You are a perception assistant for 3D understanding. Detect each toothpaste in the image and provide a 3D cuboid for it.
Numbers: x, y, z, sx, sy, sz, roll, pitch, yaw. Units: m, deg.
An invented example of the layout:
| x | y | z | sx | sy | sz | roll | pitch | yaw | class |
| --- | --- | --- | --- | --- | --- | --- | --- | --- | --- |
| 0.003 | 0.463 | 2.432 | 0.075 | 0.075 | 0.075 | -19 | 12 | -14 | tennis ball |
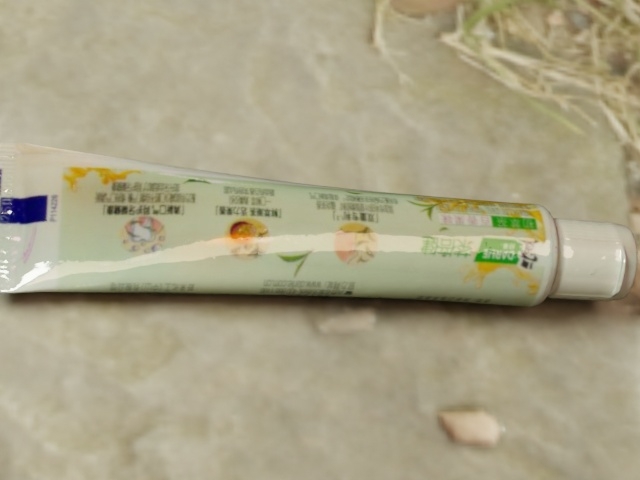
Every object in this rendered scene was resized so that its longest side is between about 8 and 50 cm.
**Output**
| x | y | z | sx | sy | sz | roll | pitch | yaw | class |
| --- | --- | --- | --- | --- | --- | --- | --- | --- | --- |
| 0.000 | 0.000 | 0.771 | 0.314 | 0.058 | 0.056 | 5 | 109 | -11 | toothpaste |
